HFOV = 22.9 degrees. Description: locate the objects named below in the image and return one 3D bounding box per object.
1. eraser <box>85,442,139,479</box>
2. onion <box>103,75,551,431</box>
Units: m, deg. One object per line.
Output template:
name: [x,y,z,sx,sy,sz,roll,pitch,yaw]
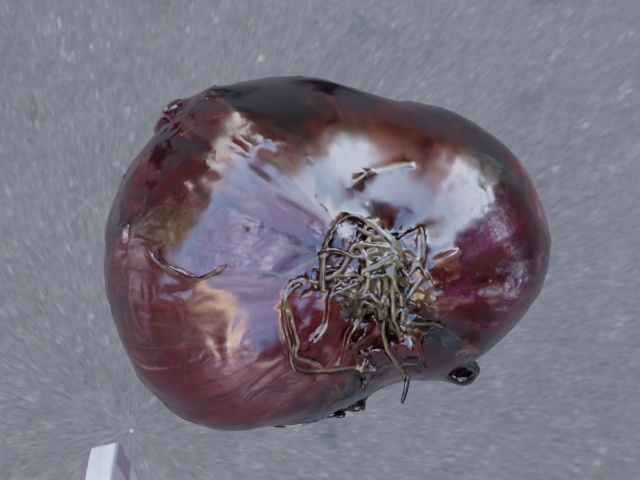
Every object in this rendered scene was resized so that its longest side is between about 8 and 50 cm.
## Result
eraser: [-0.177,0.235,1.407,0.026,0.065,0.105,-13,123,11]
onion: [0.005,0.003,0.980,0.281,0.281,0.221,-12,101,-8]
